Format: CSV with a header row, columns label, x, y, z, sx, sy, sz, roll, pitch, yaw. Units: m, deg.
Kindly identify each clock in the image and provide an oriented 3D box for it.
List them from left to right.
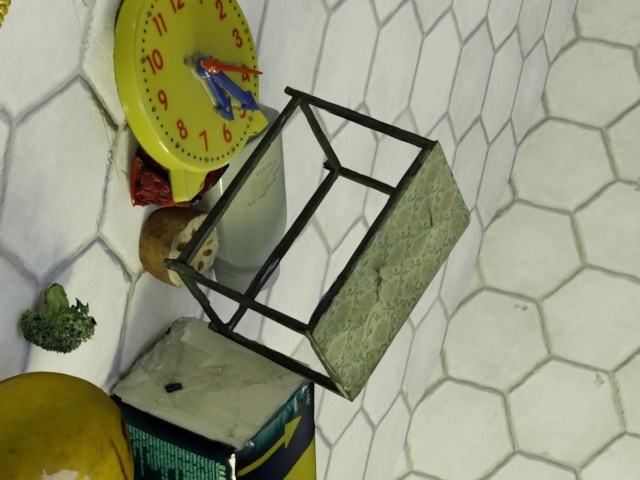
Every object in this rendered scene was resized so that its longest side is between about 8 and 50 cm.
label,x,y,z,sx,sy,sz,roll,pitch,yaw
clock,-0.164,-0.227,2.128,0.277,0.071,0.293,-56,130,-43

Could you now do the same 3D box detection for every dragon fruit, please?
label,x,y,z,sx,sy,sz,roll,pitch,yaw
dragon fruit,-0.182,-0.127,2.217,0.192,0.122,0.092,-39,124,-39

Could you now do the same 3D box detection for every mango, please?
label,x,y,z,sx,sy,sz,roll,pitch,yaw
mango,-0.392,0.364,1.908,0.445,0.220,0.301,-59,148,-26

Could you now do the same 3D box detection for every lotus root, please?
label,x,y,z,sx,sy,sz,roll,pitch,yaw
lotus root,-0.210,0.009,2.306,0.112,0.081,0.122,-53,151,-40

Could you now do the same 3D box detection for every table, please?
label,x,y,z,sx,sy,sz,roll,pitch,yaw
table,0.000,0.000,2.296,0.335,0.272,0.222,-56,149,-17

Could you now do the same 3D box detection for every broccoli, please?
label,x,y,z,sx,sy,sz,roll,pitch,yaw
broccoli,-0.344,0.104,2.074,0.095,0.097,0.092,109,-40,-71

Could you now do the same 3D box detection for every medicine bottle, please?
label,x,y,z,sx,sy,sz,roll,pitch,yaw
medicine bottle,-0.122,-0.061,2.442,0.161,0.111,0.296,-44,143,-37

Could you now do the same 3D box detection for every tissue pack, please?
label,x,y,z,sx,sy,sz,roll,pitch,yaw
tissue pack,-0.158,0.361,2.436,0.253,0.264,0.417,-46,144,-43

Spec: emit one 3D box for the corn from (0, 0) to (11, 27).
label,x,y,z,sx,sy,sz,roll,pitch,yaw
corn,-0.350,-0.349,1.686,0.091,0.091,0.260,-146,-113,-69
